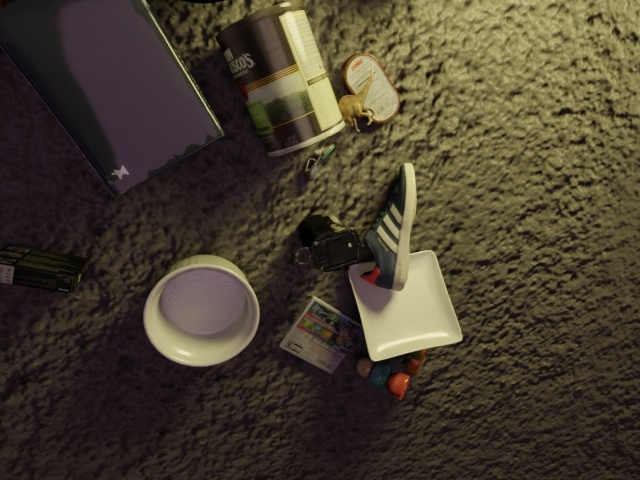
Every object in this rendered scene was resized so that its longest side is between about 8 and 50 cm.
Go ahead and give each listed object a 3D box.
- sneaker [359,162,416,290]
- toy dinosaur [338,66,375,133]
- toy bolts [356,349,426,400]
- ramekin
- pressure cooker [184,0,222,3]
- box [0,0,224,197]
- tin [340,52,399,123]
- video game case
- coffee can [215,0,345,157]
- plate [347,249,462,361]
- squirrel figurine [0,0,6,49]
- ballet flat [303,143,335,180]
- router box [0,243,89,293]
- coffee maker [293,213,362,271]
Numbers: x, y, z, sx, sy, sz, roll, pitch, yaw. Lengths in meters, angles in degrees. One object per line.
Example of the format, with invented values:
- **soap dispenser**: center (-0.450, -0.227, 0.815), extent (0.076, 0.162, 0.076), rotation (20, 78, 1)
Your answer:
- **sneaker**: center (0.179, -0.041, 1.166), extent (0.147, 0.131, 0.351), rotation (7, 92, 15)
- **toy dinosaur**: center (0.092, -0.329, 1.054), extent (0.092, 0.053, 0.183), rotation (38, 115, -15)
- **toy bolts**: center (0.217, 0.355, 1.293), extent (0.229, 0.158, 0.218), rotation (-55, 155, -24)
- **ramekin**: center (-0.302, 0.171, 1.099), extent (0.276, 0.135, 0.278), rotation (-4, 107, -13)
- **pressure cooker**: center (-0.232, -0.628, 0.717), extent (0.369, 0.420, 0.376), rotation (12, 94, -11)
- **box**: center (-0.351, -0.289, 0.805), extent (0.211, 0.395, 0.294), rotation (-31, 112, -3)
- **tin**: center (0.130, -0.388, 1.088), extent (0.106, 0.040, 0.190), rotation (-41, 112, -4)
- **video game case**: center (0.006, 0.285, 1.272), extent (0.201, 0.023, 0.184), rotation (33, 97, -20)
- **coffee can**: center (-0.082, -0.355, 0.955), extent (0.201, 0.201, 0.276), rotation (-25, 111, -5)
- **plate**: center (0.236, 0.183, 1.223), extent (0.276, 0.045, 0.278), rotation (-10, 71, -10)
- **squirrel figurine**: center (-0.730, -0.501, 0.719), extent (0.396, 0.281, 0.371), rotation (29, 92, -23)
- **ballet flat**: center (-0.007, -0.211, 1.107), extent (0.041, 0.041, 0.114), rotation (32, 96, -21)
- **router box**: center (-0.649, 0.063, 0.980), extent (0.178, 0.133, 0.046), rotation (13, 103, -17)
- **coffee maker**: center (0.000, 0.000, 1.098), extent (0.171, 0.178, 0.120), rotation (7, 103, -18)
